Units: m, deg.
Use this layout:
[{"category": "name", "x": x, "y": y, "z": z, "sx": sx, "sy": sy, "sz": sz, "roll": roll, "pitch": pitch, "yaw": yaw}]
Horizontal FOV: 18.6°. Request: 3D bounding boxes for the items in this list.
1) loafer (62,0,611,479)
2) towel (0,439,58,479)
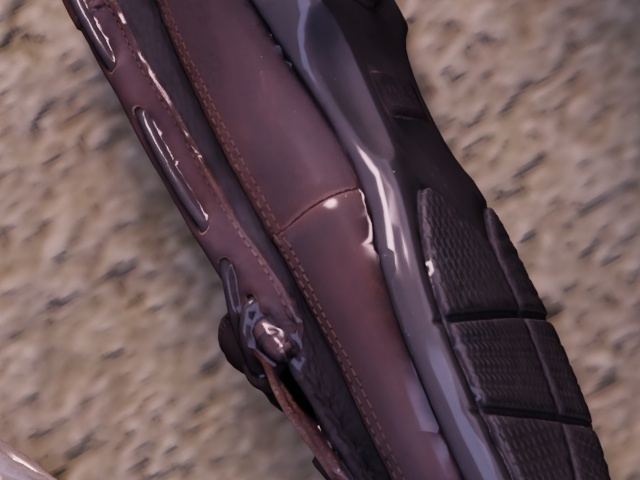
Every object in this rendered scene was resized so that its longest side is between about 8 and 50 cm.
[{"category": "loafer", "x": 0.000, "y": 0.000, "z": 0.616, "sx": 0.095, "sy": 0.109, "sz": 0.302, "roll": -30, "pitch": 70, "yaw": 21}, {"category": "towel", "x": -0.240, "y": 0.098, "z": 0.646, "sx": 0.282, "sy": 0.049, "sz": 0.187, "roll": 28, "pitch": 86, "yaw": 10}]
